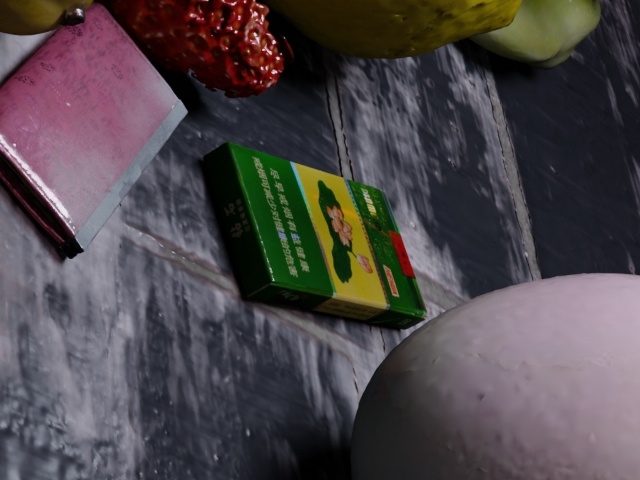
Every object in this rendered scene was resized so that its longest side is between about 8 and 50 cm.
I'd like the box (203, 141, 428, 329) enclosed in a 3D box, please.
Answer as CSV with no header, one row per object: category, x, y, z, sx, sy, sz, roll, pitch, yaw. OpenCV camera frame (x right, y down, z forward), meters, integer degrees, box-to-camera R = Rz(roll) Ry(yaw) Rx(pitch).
box,0.000,0.000,1.482,0.235,0.034,0.132,13,52,-54

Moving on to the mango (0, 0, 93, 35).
mango,-0.252,-0.292,1.237,0.195,0.142,0.332,4,60,-64

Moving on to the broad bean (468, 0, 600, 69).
broad bean,0.220,-0.287,2.033,0.263,0.121,0.189,6,54,-54

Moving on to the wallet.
wallet,-0.174,-0.089,1.290,0.119,0.025,0.232,52,29,-15

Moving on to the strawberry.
strawberry,-0.104,-0.181,1.397,0.188,0.121,0.082,50,49,-17

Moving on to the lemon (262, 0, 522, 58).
lemon,0.057,-0.351,1.596,0.387,0.350,0.350,48,29,-7

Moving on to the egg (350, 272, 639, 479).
egg,0.186,0.176,1.307,0.339,0.354,0.354,30,38,-21
